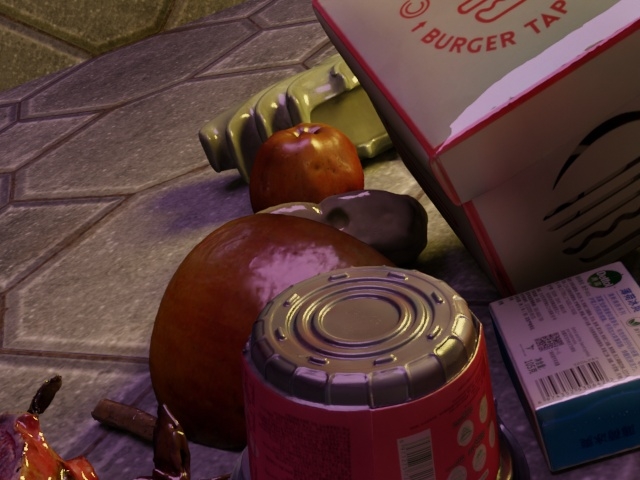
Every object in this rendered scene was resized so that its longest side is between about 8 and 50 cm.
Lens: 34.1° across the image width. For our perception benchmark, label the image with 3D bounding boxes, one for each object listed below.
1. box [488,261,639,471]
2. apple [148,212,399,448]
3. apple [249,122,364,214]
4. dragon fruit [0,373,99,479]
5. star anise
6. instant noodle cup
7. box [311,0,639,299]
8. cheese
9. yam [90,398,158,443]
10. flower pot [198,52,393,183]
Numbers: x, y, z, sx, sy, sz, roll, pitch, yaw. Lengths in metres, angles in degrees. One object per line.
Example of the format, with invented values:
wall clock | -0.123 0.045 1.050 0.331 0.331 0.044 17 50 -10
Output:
box | 0.244 0.109 0.949 0.139 0.073 0.194 -17 24 4
apple | -0.051 0.098 1.128 0.346 0.254 0.179 1 -9 38
apple | -0.022 -0.078 1.437 0.156 0.158 0.147 10 39 40
dragon fruit | -0.268 0.265 0.894 0.211 0.147 0.282 -4 44 47
star anise | -0.132 0.253 0.959 0.140 0.144 0.158 33 48 3
instant noodle cup | 0.041 0.136 0.856 0.258 0.182 0.302 3 30 17
box | 0.227 -0.162 1.103 0.314 0.300 0.312 -32 44 2
cheese | 0.000 0.002 1.284 0.262 0.093 0.159 -11 -10 12
yam | -0.200 0.199 1.137 0.145 0.032 0.032 10 37 45
flower pot | 0.000 -0.198 1.669 0.367 0.165 0.254 -25 19 -13
